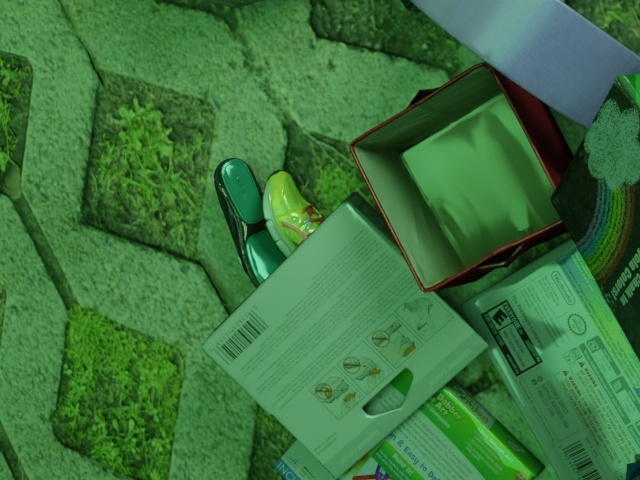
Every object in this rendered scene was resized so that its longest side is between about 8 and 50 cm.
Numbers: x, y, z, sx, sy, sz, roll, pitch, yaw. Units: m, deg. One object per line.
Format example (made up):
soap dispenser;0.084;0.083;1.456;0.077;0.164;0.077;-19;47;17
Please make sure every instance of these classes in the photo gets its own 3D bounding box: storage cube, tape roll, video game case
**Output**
storage cube;0.180;-0.070;1.254;0.184;0.193;0.215;-30;79;23
tape roll;0.224;-0.222;1.182;0.275;0.275;0.090;42;109;18
video game case;0.364;0.141;1.264;0.300;0.036;0.329;-34;77;22

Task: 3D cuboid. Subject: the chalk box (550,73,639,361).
chalk box;0.368;0.006;1.000;0.180;0.179;0.289;108;148;-48

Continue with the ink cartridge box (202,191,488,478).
ink cartridge box;0.030;0.118;1.355;0.239;0.060;0.275;44;111;-2

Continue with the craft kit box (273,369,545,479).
craft kit box;0.104;0.280;1.381;0.250;0.061;0.246;45;111;17

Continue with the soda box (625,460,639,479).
soda box;0.398;0.340;1.207;0.071;0.067;0.210;-19;98;21

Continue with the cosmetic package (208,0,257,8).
cosmetic package;-0.081;-0.394;1.387;0.184;0.151;0.151;-12;87;26

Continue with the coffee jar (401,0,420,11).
coffee jar;0.100;-0.375;1.342;0.096;0.079;0.184;-36;77;22

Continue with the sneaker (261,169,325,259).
sneaker;0.000;0.000;1.409;0.094;0.081;0.208;-25;93;24

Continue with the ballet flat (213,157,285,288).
ballet flat;-0.088;-0.010;1.455;0.074;0.074;0.203;-26;83;24
